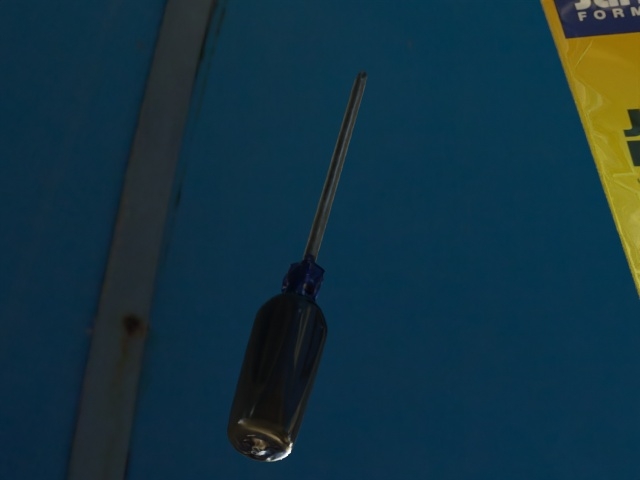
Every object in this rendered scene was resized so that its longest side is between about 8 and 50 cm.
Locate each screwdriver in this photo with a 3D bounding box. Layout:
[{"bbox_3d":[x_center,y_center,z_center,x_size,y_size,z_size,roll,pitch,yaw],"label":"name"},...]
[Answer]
[{"bbox_3d":[0.000,0.000,0.380,0.024,0.170,0.025,-5,-51,20],"label":"screwdriver"}]

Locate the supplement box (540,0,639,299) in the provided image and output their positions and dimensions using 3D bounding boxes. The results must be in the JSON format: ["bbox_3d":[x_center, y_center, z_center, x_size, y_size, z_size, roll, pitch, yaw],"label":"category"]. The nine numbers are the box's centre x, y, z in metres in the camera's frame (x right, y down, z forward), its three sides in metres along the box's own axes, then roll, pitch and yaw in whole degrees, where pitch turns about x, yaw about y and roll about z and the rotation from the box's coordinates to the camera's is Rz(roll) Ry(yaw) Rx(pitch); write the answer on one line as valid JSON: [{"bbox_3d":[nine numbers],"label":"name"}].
[{"bbox_3d":[0.283,-0.114,0.750,0.195,0.194,0.356,-1,-36,27],"label":"supplement box"}]
